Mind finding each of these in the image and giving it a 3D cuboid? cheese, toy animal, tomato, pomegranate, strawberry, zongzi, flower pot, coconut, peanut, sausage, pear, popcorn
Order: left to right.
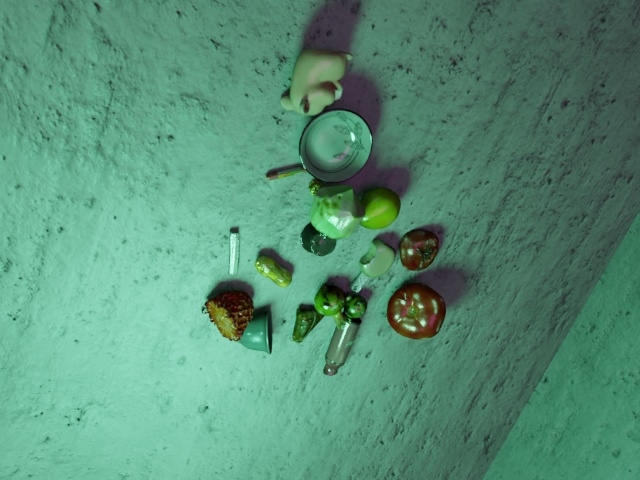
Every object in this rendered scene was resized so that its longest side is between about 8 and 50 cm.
[{"bbox_3d":[-0.377,0.309,1.866,0.178,0.233,0.234,-35,122,-37],"label":"strawberry"},{"bbox_3d":[-0.207,0.136,1.902,0.206,0.087,0.087,39,93,-31],"label":"peanut"},{"bbox_3d":[-0.128,-0.284,1.800,0.223,0.029,0.030,-15,115,-15],"label":"sausage"},{"bbox_3d":[-0.045,0.411,2.081,0.184,0.084,0.187,-1,117,-32],"label":"zongzi"},{"bbox_3d":[-0.021,-0.222,1.852,0.059,0.068,0.083,-11,78,-26],"label":"popcorn"},{"bbox_3d":[-0.012,-0.604,1.645,0.212,0.195,0.257,3,107,-33],"label":"toy animal"},{"bbox_3d":[0.000,0.000,1.918,0.157,0.107,0.158,-8,112,-20],"label":"flower pot"},{"bbox_3d":[0.066,0.305,2.014,0.156,0.156,0.220,-41,78,-2],"label":"pomegranate"},{"bbox_3d":[0.078,-0.126,1.801,0.204,0.236,0.236,5,108,-37],"label":"coconut"},{"bbox_3d":[0.157,0.308,2.103,0.122,0.122,0.161,-43,91,-1],"label":"pomegranate"},{"bbox_3d":[0.242,0.132,2.078,0.163,0.082,0.286,36,95,-28],"label":"cheese"},{"bbox_3d":[0.247,-0.134,1.919,0.219,0.187,0.188,-39,120,-21],"label":"pear"},{"bbox_3d":[0.488,0.363,2.178,0.299,0.298,0.226,-54,159,5],"label":"tomato"},{"bbox_3d":[0.503,0.053,2.141,0.227,0.101,0.228,-9,113,-22],"label":"tomato"}]

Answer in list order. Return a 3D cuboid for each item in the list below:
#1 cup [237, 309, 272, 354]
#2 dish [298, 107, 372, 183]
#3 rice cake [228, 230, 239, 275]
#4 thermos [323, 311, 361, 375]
[{"bbox_3d":[-0.298,0.416,1.937,0.149,0.199,0.199,-3,112,-1],"label":"cup"},{"bbox_3d":[0.052,-0.398,1.776,0.316,0.106,0.317,-9,121,-15],"label":"dish"},{"bbox_3d":[-0.370,0.058,1.836,0.047,0.036,0.207,1,110,-9],"label":"rice cake"},{"bbox_3d":[0.099,0.529,2.172,0.109,0.136,0.331,20,103,2],"label":"thermos"}]
